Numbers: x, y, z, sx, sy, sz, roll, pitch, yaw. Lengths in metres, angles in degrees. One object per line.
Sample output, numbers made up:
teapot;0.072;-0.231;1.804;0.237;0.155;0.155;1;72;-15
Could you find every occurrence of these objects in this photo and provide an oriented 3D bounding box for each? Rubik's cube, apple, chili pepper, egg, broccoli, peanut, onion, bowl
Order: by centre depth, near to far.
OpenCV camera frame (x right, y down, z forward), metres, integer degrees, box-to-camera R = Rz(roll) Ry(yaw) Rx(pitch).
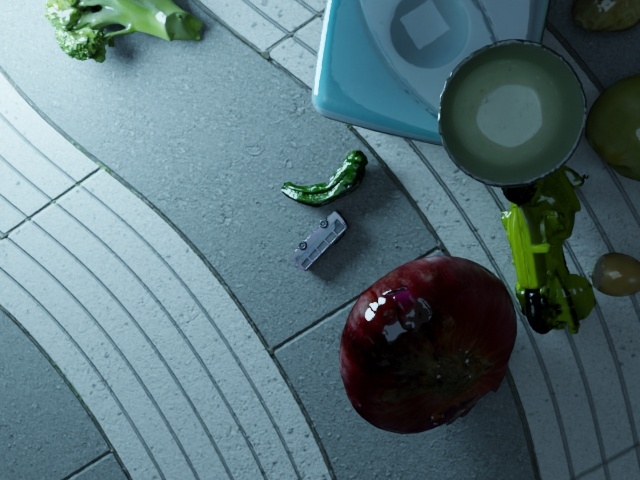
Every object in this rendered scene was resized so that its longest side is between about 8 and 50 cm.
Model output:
bowl;0.277;-0.186;1.430;0.212;0.112;0.211;1;99;7
Rubik's cube;0.195;-0.341;1.656;0.352;0.347;0.352;16;99;8
apple;0.556;-0.194;1.677;0.200;0.200;0.200;1;94;12
peanut;0.552;-0.435;1.707;0.230;0.103;0.098;-25;46;13
egg;0.536;0.062;1.749;0.097;0.080;0.080;6;95;-6
onion;0.174;0.168;1.751;0.348;0.285;0.347;-12;125;-19
chili pepper;0.014;-0.109;1.867;0.182;0.050;0.073;-24;95;15
broccoli;-0.419;-0.464;1.871;0.254;0.186;0.302;-37;80;5

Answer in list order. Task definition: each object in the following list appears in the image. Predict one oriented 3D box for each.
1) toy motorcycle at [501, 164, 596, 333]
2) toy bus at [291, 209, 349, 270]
toy motorcycle;0.395;-0.008;1.730;0.142;0.206;0.342;4;113;48
toy bus;0.000;0.000;1.882;0.052;0.037;0.130;45;102;4
